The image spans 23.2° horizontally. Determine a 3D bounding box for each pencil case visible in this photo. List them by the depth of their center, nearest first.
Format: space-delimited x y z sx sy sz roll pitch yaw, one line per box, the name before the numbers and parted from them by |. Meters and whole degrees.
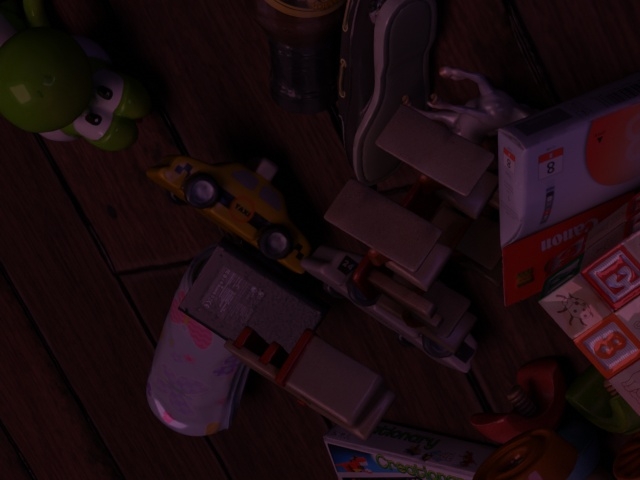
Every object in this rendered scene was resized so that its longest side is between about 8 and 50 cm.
pencil case | -0.121 0.118 1.791 0.124 0.113 0.273 31 141 3

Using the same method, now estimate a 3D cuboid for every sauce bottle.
sauce bottle | -0.019 -0.261 1.365 0.111 0.111 0.344 29 146 28

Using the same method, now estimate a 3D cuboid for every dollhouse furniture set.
dollhouse furniture set | 0.049 0.027 1.346 0.135 0.259 0.262 32 171 20

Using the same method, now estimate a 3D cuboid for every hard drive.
hard drive | -0.070 0.071 1.634 0.135 0.022 0.094 33 110 0

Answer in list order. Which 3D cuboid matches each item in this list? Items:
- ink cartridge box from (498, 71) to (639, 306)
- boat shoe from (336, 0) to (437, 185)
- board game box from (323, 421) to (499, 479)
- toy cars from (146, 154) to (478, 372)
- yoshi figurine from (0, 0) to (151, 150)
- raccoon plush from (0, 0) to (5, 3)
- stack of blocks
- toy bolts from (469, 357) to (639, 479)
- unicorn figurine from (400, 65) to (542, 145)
ink cartridge box | 0.214 -0.033 1.271 0.045 0.145 0.179 41 147 49
boat shoe | 0.053 -0.149 1.413 0.068 0.081 0.227 46 146 31
board game box | 0.152 0.304 1.698 0.305 0.053 0.193 7 125 44
toy cars | 0.000 0.000 1.578 0.394 0.087 0.176 30 173 25
yoshi figurine | -0.354 -0.205 1.714 0.362 0.203 0.203 24 129 29
raccoon plush | -0.465 -0.407 1.579 0.446 0.216 0.299 44 147 33
stack of blocks | 0.337 0.092 1.232 0.171 0.087 0.297 -38 99 26
toy bolts | 0.239 0.218 1.431 0.158 0.218 0.228 53 162 -11
unicorn figurine | 0.139 -0.107 1.361 0.111 0.060 0.162 20 173 -19
